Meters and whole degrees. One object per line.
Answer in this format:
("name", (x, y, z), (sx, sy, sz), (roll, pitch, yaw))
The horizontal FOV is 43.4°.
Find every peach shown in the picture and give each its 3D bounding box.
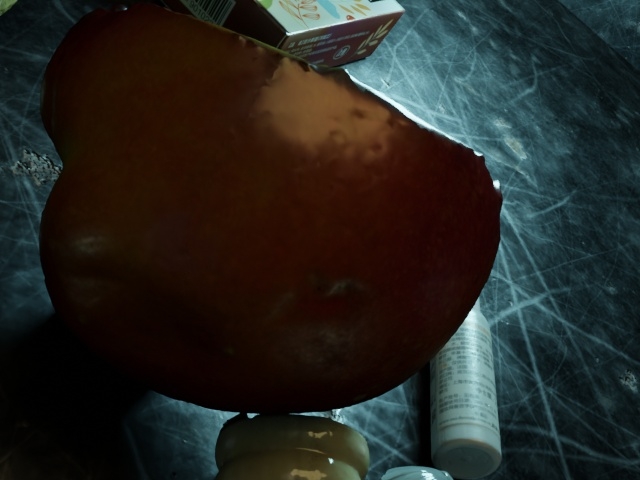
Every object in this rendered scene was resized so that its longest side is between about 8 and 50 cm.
("peach", (-0.062, -0.012, 0.705), (0.406, 0.309, 0.335), (22, 4, -19))

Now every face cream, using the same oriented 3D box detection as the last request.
("face cream", (0.177, 0.161, 1.002), (0.082, 0.082, 0.269), (28, 39, -16))

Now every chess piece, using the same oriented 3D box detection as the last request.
("chess piece", (-0.035, 0.287, 0.670), (0.143, 0.143, 0.260), (24, 48, -21))

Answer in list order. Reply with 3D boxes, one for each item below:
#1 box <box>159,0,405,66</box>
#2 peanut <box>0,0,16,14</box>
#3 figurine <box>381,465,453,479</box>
("box", (-0.092, -0.436, 1.336), (0.344, 0.122, 0.385), (47, 37, 9))
("peanut", (-0.420, -0.336, 0.981), (0.108, 0.095, 0.225), (29, 32, -41))
("figurine", (0.100, 0.274, 0.841), (0.086, 0.082, 0.094), (-12, 34, -28))
